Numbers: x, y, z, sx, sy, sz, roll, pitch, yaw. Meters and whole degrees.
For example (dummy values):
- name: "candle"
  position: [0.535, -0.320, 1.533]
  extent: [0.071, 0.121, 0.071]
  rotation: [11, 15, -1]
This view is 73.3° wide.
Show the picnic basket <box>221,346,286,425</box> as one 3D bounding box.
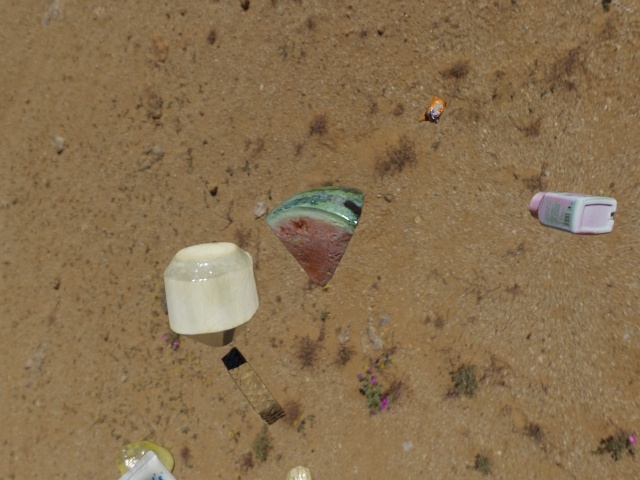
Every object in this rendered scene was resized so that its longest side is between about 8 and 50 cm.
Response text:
- name: "picnic basket"
  position: [-0.158, 0.340, 1.002]
  extent: [0.055, 0.110, 0.193]
  rotation: [-38, 54, -18]

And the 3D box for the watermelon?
- name: "watermelon"
  position: [-0.009, -0.026, 1.191]
  extent: [0.282, 0.250, 0.293]
  rotation: [-7, 78, 9]

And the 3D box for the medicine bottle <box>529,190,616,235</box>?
- name: "medicine bottle"
  position: [0.631, -0.076, 1.099]
  extent: [0.119, 0.188, 0.095]
  rotation: [-1, 103, -12]

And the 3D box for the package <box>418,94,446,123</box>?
- name: "package"
  position: [0.293, -0.339, 1.125]
  extent: [0.111, 0.033, 0.077]
  rotation: [-114, 35, -61]

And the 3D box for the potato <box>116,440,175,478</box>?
- name: "potato"
  position: [-0.376, 0.487, 0.929]
  extent: [0.137, 0.092, 0.070]
  rotation: [16, 139, 22]

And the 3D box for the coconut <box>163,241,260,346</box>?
- name: "coconut"
  position: [-0.232, 0.122, 0.934]
  extent: [0.202, 0.202, 0.222]
  rotation: [4, 105, 29]

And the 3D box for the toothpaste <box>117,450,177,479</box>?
- name: "toothpaste"
  position: [-0.174, 0.455, 0.635]
  extent: [0.323, 0.100, 0.066]
  rotation: [39, 118, 9]

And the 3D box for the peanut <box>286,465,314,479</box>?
- name: "peanut"
  position: [-0.047, 0.616, 0.996]
  extent: [0.080, 0.080, 0.175]
  rotation: [-6, 75, 29]
